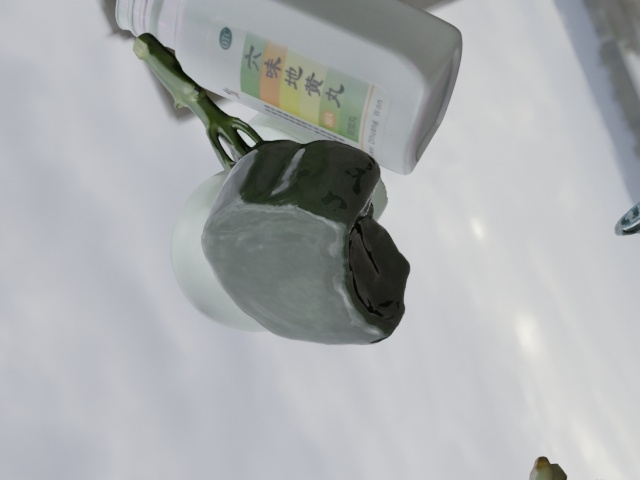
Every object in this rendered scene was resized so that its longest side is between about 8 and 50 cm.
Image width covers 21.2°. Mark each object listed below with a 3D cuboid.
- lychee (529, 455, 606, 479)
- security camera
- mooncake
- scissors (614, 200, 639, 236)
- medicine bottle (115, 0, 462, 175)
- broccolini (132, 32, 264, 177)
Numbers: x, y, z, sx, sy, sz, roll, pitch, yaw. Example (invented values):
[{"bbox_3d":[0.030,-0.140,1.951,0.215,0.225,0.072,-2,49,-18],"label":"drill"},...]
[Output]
[{"bbox_3d":[0.178,0.381,1.679,0.270,0.320,0.270,30,-166,-8],"label":"lychee"},{"bbox_3d":[-0.060,-0.012,1.901,0.194,0.236,0.194,32,158,15],"label":"security camera"},{"bbox_3d":[0.000,0.000,1.293,0.168,0.175,0.104,30,-124,1],"label":"mooncake"},{"bbox_3d":[0.377,-0.066,1.859,0.041,0.138,0.289,62,-177,17],"label":"scissors"},{"bbox_3d":[-0.033,-0.193,1.654,0.124,0.324,0.179,-58,-12,-29],"label":"medicine bottle"},{"bbox_3d":[-0.107,-0.105,1.567,0.216,0.058,0.067,44,-153,21],"label":"broccolini"}]
